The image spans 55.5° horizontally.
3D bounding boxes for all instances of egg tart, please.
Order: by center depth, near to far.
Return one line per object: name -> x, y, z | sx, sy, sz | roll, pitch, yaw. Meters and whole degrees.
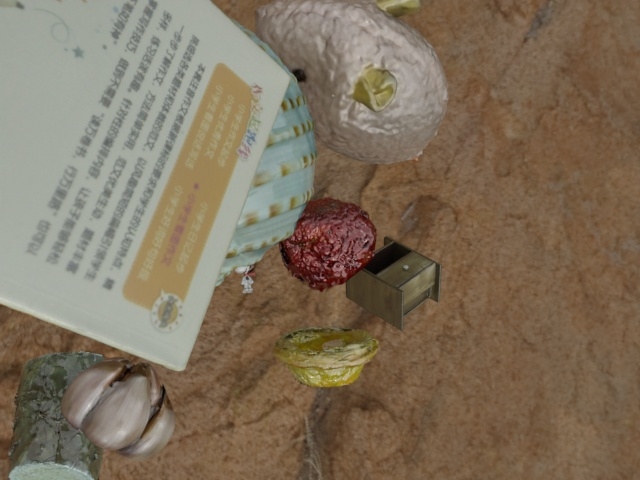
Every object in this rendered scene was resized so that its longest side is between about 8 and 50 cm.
egg tart -> 0.012, 0.287, 1.527 | 0.288, 0.288, 0.118 | -7, 99, -26

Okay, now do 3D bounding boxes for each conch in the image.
conch -> -0.151, -0.074, 0.653 | 0.303, 0.215, 0.319 | -12, 122, 3

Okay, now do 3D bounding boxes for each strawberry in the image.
strawberry -> 0.000, 0.000, 1.641 | 0.220, 0.274, 0.274 | 25, 78, -48

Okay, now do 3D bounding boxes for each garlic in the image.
garlic -> -0.398, 0.339, 1.203 | 0.214, 0.160, 0.191 | 40, 99, 11

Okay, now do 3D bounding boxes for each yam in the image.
yam -> -0.648, 0.451, 1.534 | 0.241, 0.241, 0.348 | 13, 42, -25

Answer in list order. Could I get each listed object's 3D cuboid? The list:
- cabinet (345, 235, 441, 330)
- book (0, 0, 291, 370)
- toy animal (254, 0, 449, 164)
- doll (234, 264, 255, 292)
cabinet -> 0.207, 0.113, 1.734 | 0.174, 0.215, 0.148 | -30, 133, -32
book -> -0.142, -0.082, 0.285 | 0.295, 0.020, 0.208 | 36, 63, -41
toy animal -> 0.070, -0.221, 0.896 | 0.358, 0.226, 0.188 | 31, 66, -43
doll -> -0.181, 0.085, 1.509 | 0.058, 0.040, 0.085 | -23, 81, -26
